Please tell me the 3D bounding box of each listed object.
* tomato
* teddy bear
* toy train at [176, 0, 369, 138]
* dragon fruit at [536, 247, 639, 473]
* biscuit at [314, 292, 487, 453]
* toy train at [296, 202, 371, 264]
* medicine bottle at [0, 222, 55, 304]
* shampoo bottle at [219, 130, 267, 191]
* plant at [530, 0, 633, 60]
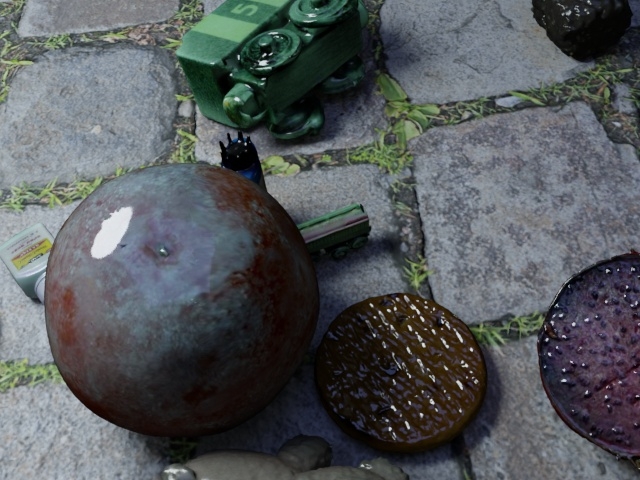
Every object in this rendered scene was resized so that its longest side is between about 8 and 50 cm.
[{"bbox_3d":[-0.159,0.065,0.929,0.316,0.283,0.317,1,63,-1],"label":"tomato"},{"bbox_3d":[-0.035,0.293,0.811,0.267,0.151,0.236,7,47,9],"label":"teddy bear"},{"bbox_3d":[-0.067,-0.290,1.264,0.238,0.167,0.299,24,57,34],"label":"toy train"},{"bbox_3d":[0.362,0.131,0.913,0.224,0.148,0.218,44,99,22],"label":"dragon fruit"},{"bbox_3d":[0.096,0.156,0.973,0.212,0.036,0.212,-3,54,4],"label":"biscuit"},{"bbox_3d":[0.000,0.000,1.080,0.147,0.071,0.038,-20,53,-9],"label":"toy train"},{"bbox_3d":[-0.379,0.039,1.105,0.074,0.055,0.118,-33,57,-20],"label":"medicine bottle"},{"bbox_3d":[-0.096,-0.067,1.072,0.050,0.183,0.087,-5,52,4],"label":"shampoo bottle"},{"bbox_3d":[0.402,-0.396,1.292,0.131,0.142,0.203,-19,56,12],"label":"plant"}]
